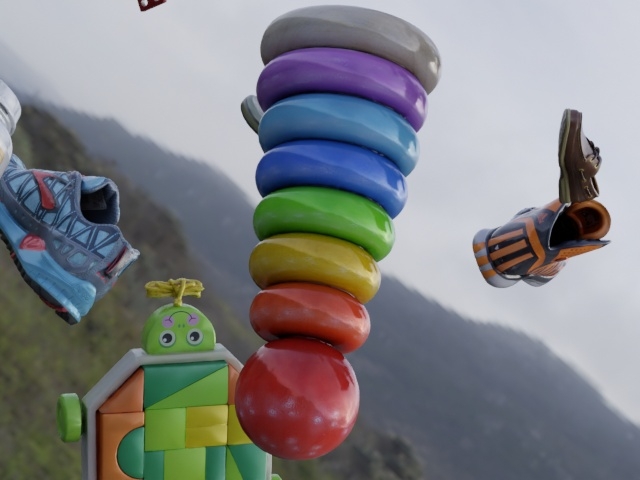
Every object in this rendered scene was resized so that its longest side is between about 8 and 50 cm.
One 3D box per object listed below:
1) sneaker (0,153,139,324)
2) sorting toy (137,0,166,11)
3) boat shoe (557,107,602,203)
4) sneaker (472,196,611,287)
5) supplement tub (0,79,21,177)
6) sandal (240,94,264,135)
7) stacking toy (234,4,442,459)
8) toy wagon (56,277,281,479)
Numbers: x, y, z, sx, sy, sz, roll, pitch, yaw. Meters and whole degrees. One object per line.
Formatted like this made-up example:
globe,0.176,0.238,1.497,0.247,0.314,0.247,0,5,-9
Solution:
sneaker,-0.260,-0.021,1.678,0.262,0.125,0.104,49,-4,45
sorting toy,-0.227,-0.451,2.277,0.046,0.132,0.274,-13,85,-54
boat shoe,0.361,-0.118,2.281,0.060,0.064,0.178,2,-38,11
sneaker,0.371,-0.006,2.494,0.321,0.180,0.124,-22,90,-62
supplement tub,-0.376,-0.065,1.527,0.144,0.199,0.144,18,-26,9
sandal,0.007,-0.127,2.216,0.303,0.086,0.120,33,-2,42
stacking toy,0.000,0.000,1.213,0.141,0.330,0.141,9,-17,3
toy wagon,-0.169,0.216,1.897,0.267,0.344,0.068,-2,13,-20
